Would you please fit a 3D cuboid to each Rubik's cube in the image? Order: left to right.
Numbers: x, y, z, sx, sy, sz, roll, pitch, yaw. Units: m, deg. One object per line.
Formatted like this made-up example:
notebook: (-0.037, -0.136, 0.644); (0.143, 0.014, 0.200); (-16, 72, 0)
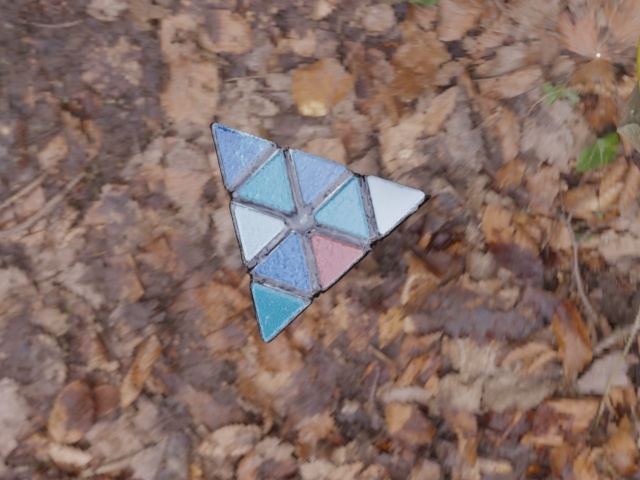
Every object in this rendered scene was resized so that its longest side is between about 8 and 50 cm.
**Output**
Rubik's cube: (0.000, 0.000, 1.700); (0.284, 0.234, 0.250); (14, 98, 12)

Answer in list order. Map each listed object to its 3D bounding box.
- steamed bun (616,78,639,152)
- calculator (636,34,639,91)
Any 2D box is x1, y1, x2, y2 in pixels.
steamed bun: (0.426, -0.142, 1.538); (0.111, 0.212, 0.231); (-6, 140, -20)
calculator: (0.277, -0.066, 0.833); (0.146, 0.032, 0.234); (-42, 65, 47)
